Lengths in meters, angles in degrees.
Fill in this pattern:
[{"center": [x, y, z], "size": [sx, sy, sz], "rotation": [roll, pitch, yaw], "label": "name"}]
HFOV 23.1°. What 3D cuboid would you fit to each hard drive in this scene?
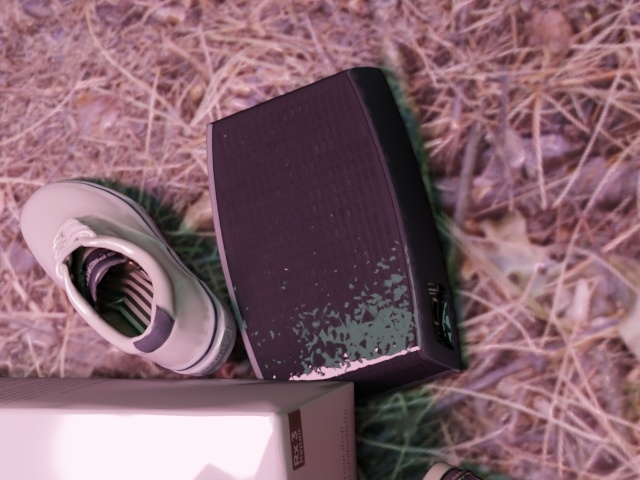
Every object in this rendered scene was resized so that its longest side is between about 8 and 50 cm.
[{"center": [0.000, 0.000, 1.204], "size": [0.172, 0.054, 0.254], "rotation": [-19, 71, 17], "label": "hard drive"}]

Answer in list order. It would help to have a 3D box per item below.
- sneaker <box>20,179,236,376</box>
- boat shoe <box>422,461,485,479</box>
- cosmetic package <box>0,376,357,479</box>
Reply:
[{"center": [-0.167, 0.014, 1.225], "size": [0.258, 0.091, 0.094], "rotation": [32, 91, 40], "label": "sneaker"}, {"center": [0.078, 0.261, 1.101], "size": [0.065, 0.075, 0.206], "rotation": [15, 78, 27], "label": "boat shoe"}, {"center": [-0.170, 0.212, 1.142], "size": [0.385, 0.156, 0.217], "rotation": [0, 94, 20], "label": "cosmetic package"}]
